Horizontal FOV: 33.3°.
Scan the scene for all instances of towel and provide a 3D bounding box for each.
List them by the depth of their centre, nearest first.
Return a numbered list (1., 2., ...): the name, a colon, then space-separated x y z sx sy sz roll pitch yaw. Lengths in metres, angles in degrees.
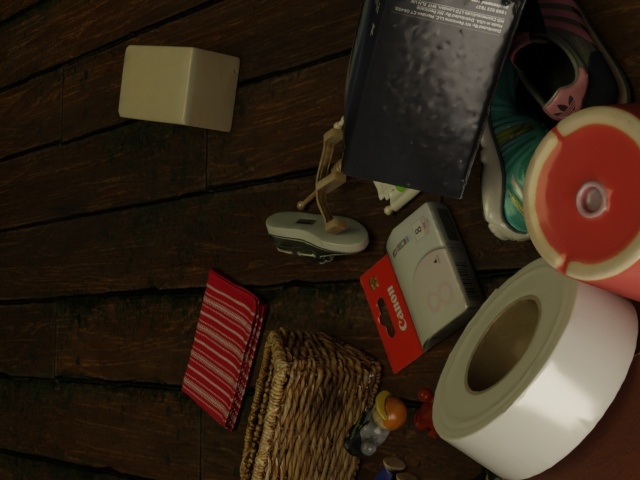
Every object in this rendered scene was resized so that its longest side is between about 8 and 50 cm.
1. towel: -0.194 0.208 2.090 0.199 0.031 0.275 30 109 49

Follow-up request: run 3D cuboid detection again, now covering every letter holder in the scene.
1. letter holder: 0.374 0.288 1.298 0.302 0.152 0.214 -45 33 38

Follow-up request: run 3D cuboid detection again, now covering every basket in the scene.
1. basket: -0.068 0.301 1.778 0.213 0.223 0.299 25 107 49

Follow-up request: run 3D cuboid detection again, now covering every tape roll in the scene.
1. tape roll: 0.267 0.157 1.363 0.286 0.100 0.286 -53 12 16

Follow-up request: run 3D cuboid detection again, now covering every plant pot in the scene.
1. plant pot: 0.386 -0.043 1.244 0.275 0.243 0.275 -6 83 50

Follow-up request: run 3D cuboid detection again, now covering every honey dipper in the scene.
1. honey dipper: 0.006 -0.097 1.881 0.161 0.030 0.030 -39 58 45

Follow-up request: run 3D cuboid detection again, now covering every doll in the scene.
1. doll: 0.092 0.442 1.706 0.129 0.046 0.189 46 121 43

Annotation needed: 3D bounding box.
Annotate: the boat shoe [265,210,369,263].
1. boat shoe: 0.000 0.000 1.851 0.219 0.078 0.070 13 129 42

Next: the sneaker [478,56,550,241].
1. sneaker: 0.284 -0.135 1.512 0.110 0.107 0.275 -10 77 24

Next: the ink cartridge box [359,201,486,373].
1. ink cartridge box: 0.141 0.078 1.678 0.232 0.066 0.189 -39 58 36

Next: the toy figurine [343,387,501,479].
1. toy figurine: 0.160 0.304 1.508 0.148 0.209 0.213 -50 52 49

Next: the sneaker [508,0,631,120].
1. sneaker: 0.297 -0.281 1.461 0.112 0.131 0.319 -55 46 33

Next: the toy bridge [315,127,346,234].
1. toy bridge: 0.016 -0.098 1.809 0.063 0.026 0.188 -31 54 51

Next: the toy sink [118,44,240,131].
1. toy sink: -0.286 -0.309 2.174 0.234 0.131 0.153 11 95 46

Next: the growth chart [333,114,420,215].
1. growth chart: 0.116 -0.163 1.758 0.172 0.021 0.237 -51 51 33

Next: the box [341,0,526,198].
1. box: 0.141 -0.263 1.474 0.296 0.183 0.294 -86 7 -59
